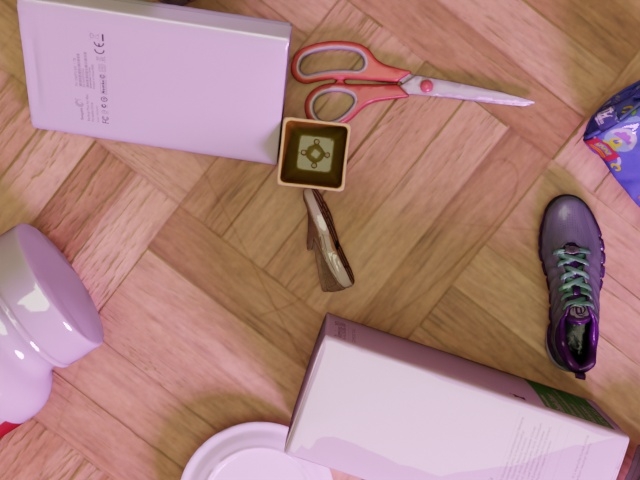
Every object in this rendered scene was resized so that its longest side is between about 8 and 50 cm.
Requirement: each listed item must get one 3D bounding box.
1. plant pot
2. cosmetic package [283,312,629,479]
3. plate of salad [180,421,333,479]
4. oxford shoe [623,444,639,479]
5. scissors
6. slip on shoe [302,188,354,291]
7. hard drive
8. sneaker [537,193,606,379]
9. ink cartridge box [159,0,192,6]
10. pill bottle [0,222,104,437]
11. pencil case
[{"bbox_3d":[-0.007,-0.106,1.424,0.081,0.083,0.081,6,96,0],"label":"plant pot"},{"bbox_3d":[0.152,0.224,1.396,0.365,0.197,0.155,19,95,-2],"label":"cosmetic package"},{"bbox_3d":[-0.082,0.325,1.481,0.199,0.048,0.200,-1,97,-9],"label":"plate of salad"},{"bbox_3d":[0.341,0.370,1.430,0.098,0.097,0.271,41,96,16],"label":"oxford shoe"},{"bbox_3d":[0.113,-0.203,1.445,0.297,0.021,0.109,-6,93,3],"label":"scissors"},{"bbox_3d":[0.000,0.000,1.454,0.041,0.051,0.135,-20,100,14],"label":"slip on shoe"},{"bbox_3d":[-0.194,-0.192,1.382,0.307,0.040,0.203,8,139,0],"label":"hard drive"},{"bbox_3d":[0.317,0.056,1.425,0.083,0.098,0.224,-5,95,1],"label":"sneaker"},{"bbox_3d":[-0.077,-0.386,1.338,0.289,0.211,0.122,-24,95,3],"label":"ink cartridge box"},{"bbox_3d":[-0.472,0.160,1.382,0.407,0.229,0.229,-33,94,4],"label":"pill bottle"},{"bbox_3d":[0.450,-0.064,1.399,0.306,0.133,0.119,47,61,-4],"label":"pencil case"}]
